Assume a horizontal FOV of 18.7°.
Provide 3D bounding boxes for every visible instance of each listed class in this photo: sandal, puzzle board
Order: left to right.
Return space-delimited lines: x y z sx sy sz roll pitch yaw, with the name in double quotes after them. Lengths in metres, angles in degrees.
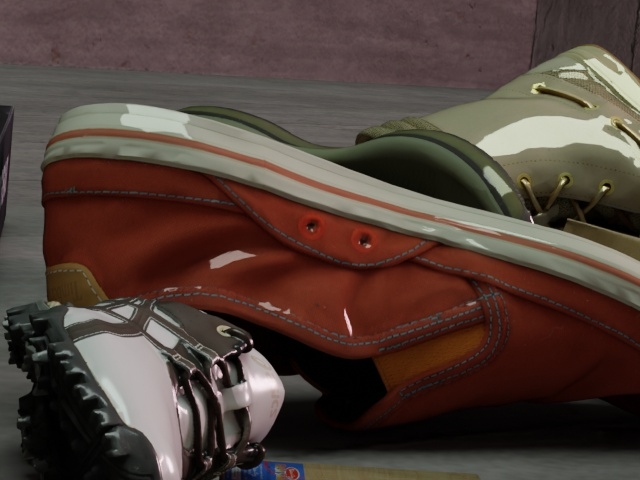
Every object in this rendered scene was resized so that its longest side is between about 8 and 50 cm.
-0.001 0.001 1.061 0.302 0.120 0.086 11 37 42 "sandal"
0.014 0.096 0.653 0.096 0.011 0.128 4 7 -4 "puzzle board"

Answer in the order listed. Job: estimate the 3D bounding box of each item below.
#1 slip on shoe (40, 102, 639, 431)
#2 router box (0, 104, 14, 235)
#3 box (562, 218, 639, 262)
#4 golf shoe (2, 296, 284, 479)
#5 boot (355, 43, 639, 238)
0.034 0.036 0.822 0.331 0.101 0.123 17 -15 -22 "slip on shoe"
-0.307 -0.039 1.133 0.243 0.081 0.309 5 8 -7 "router box"
0.220 0.047 0.882 0.164 0.021 0.201 30 -3 -25 "box"
-0.054 0.051 0.648 0.094 0.077 0.198 -5 11 -11 "golf shoe"
0.162 -0.020 1.273 0.203 0.095 0.262 -19 48 -23 "boot"
